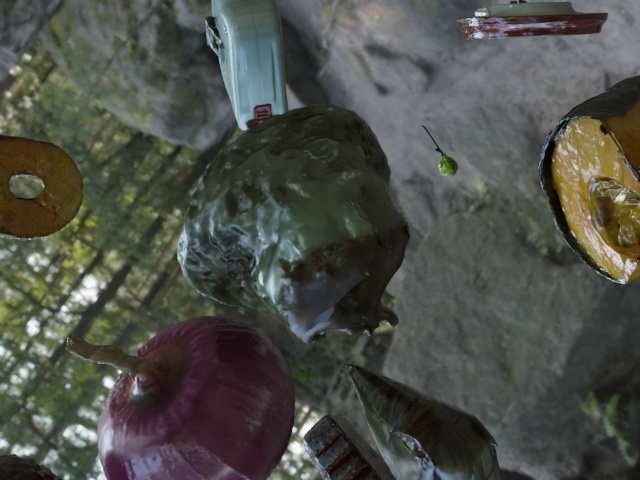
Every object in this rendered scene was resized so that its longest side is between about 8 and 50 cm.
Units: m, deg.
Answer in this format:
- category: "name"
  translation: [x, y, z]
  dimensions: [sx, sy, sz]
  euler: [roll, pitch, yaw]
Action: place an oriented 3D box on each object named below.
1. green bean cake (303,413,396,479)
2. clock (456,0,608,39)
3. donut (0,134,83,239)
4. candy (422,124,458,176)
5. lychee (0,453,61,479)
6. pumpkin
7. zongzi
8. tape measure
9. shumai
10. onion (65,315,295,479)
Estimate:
- category: "green bean cake"
  translation: [0.070, 0.454, 1.790]
  dimensions: [0.233, 0.097, 0.198]
  euler: [48, -178, 16]
- category: "clock"
  translation: [0.451, -0.476, 1.943]
  dimensions: [0.318, 0.080, 0.318]
  euler: [-3, -167, 1]
- category: "donut"
  translation: [-0.485, -0.080, 1.465]
  dimensions: [0.190, 0.174, 0.074]
  euler: [-15, 173, -34]
- category: "candy"
  translation: [0.217, -0.166, 1.673]
  dimensions: [0.035, 0.035, 0.123]
  euler: [-3, 135, 41]
- category: "lychee"
  translation: [-0.514, 0.476, 1.485]
  dimensions: [0.260, 0.261, 0.260]
  euler: [30, 175, 3]
- category: "pumpkin"
  translation: [0.501, -0.107, 1.458]
  dimensions: [0.256, 0.225, 0.303]
  euler: [54, 155, 40]
- category: "zongzi"
  translation: [0.156, 0.334, 1.386]
  dimensions: [0.300, 0.138, 0.286]
  euler: [29, 145, 50]
- category: "tape measure"
  translation: [-0.147, -0.370, 1.758]
  dimensions: [0.246, 0.125, 0.243]
  euler: [-116, 18, -45]
- category: "shumai"
  translation: [0.000, 0.000, 1.421]
  dimensions: [0.323, 0.397, 0.324]
  euler: [42, 156, 45]
- category: "onion"
  translation: [-0.218, 0.287, 1.517]
  dimensions: [0.358, 0.358, 0.345]
  euler: [28, 169, 28]
